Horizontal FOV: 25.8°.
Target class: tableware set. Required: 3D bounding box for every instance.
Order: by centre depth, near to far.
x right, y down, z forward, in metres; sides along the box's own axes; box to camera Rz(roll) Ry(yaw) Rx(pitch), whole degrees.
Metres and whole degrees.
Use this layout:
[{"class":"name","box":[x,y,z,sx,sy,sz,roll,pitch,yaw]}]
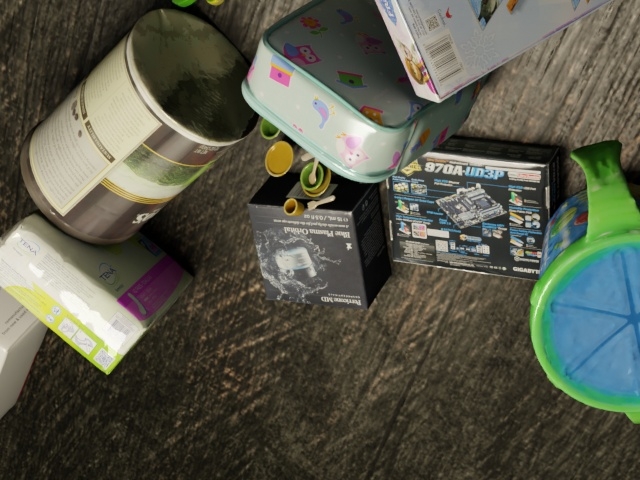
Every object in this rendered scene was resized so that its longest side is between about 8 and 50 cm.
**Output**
[{"class":"tableware set","box":[-0.036,-0.106,1.822,0.104,0.024,0.154,-21,68,33]}]

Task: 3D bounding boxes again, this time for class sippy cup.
[{"class":"sippy cup","box":[0.354,0.045,1.639,0.240,0.224,0.305,19,117,-7]}]

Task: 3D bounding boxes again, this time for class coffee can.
[{"class":"coffee can","box":[-0.240,-0.146,1.843,0.201,0.201,0.275,47,129,-8]}]

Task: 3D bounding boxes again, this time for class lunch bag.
[{"class":"lunch bag","box":[0.055,-0.195,1.618,0.224,0.279,0.108,35,130,16]}]

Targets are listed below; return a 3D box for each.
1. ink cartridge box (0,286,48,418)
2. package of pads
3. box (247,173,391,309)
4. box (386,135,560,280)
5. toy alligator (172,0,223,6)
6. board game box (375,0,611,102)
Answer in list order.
[{"class":"ink cartridge box","box":[-0.653,0.120,2.254,0.384,0.160,0.279,32,130,4]},{"class":"package of pads","box":[-0.318,0.042,1.950,0.229,0.296,0.101,40,105,-2]},{"class":"box","box":[0.000,0.000,1.891,0.156,0.093,0.158,5,124,24]},{"class":"box","box":[0.194,-0.044,1.790,0.220,0.051,0.175,7,124,22]},{"class":"toy alligator","box":[-0.108,-0.337,1.751,0.189,0.056,0.051,-11,75,32]},{"class":"board game box","box":[0.180,-0.358,1.446,0.319,0.318,0.066,65,167,-21]}]
